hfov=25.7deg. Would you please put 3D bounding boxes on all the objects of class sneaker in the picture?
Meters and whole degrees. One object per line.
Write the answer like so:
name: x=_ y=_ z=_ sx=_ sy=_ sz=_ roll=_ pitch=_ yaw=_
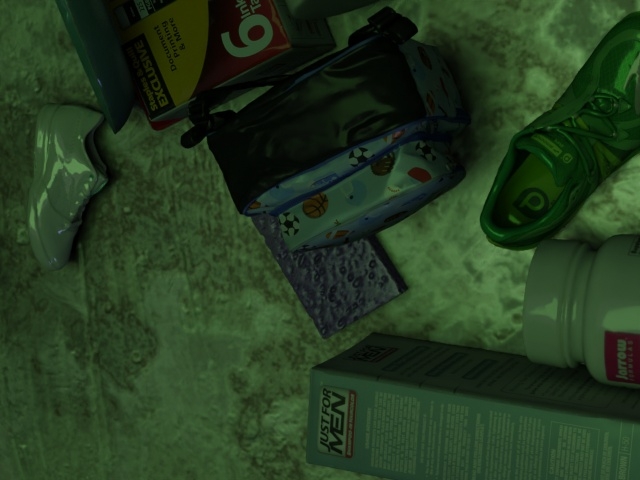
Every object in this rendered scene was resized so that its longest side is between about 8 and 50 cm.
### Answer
sneaker: x=0.272 y=-0.103 z=1.474 sx=0.109 sy=0.123 sz=0.295 roll=38 pitch=109 yaw=14
sneaker: x=-0.310 y=-0.064 z=1.760 sx=0.094 sy=0.080 sz=0.212 roll=5 pitch=98 yaw=11

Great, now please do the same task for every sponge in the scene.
sponge: x=0.000 y=0.000 z=1.656 sx=0.117 sy=0.031 sz=0.210 roll=-34 pitch=84 yaw=23

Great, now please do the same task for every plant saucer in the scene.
plant saucer: x=-0.279 y=-0.276 z=1.614 sx=0.043 sy=0.317 sz=0.318 roll=-22 pitch=88 yaw=-8

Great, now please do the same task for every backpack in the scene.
backpack: x=0.041 y=-0.113 z=1.498 sx=0.276 sy=0.263 sz=0.213 roll=-21 pitch=94 yaw=25

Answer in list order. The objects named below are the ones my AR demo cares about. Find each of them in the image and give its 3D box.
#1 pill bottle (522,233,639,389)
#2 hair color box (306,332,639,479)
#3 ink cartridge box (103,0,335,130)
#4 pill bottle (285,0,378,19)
pill bottle: x=0.361 y=0.078 z=1.442 sx=0.283 sy=0.160 sz=0.160 roll=6 pitch=100 yaw=23
hair color box: x=0.192 y=0.196 z=1.517 sx=0.374 sy=0.185 sz=0.114 roll=8 pitch=101 yaw=22
ink cartridge box: x=-0.175 y=-0.307 z=1.634 sx=0.272 sy=0.130 sz=0.309 roll=-24 pitch=88 yaw=25
pill bottle: x=-0.014 y=-0.451 z=1.487 sx=0.224 sy=0.224 sz=0.392 roll=-23 pitch=86 yaw=24
